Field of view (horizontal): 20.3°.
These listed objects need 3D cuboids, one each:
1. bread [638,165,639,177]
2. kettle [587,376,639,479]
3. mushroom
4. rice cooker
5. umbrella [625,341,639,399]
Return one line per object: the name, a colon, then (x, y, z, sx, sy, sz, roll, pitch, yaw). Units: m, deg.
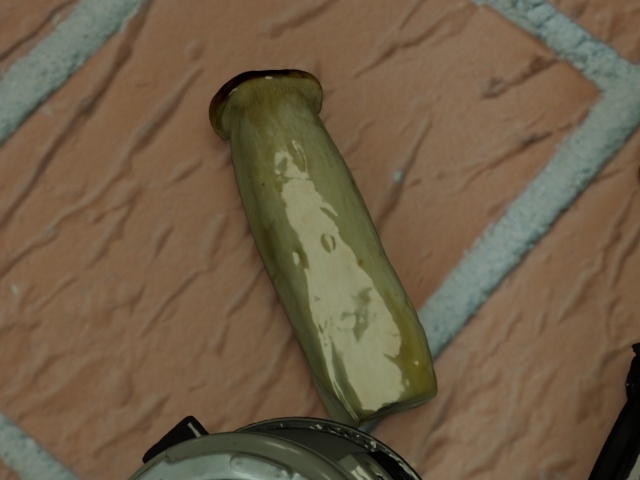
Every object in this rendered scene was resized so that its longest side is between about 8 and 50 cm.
bread: (0.389, -0.093, 1.456, 0.229, 0.139, 0.143, -38, 83, -13)
kettle: (0.331, 0.261, 1.286, 0.308, 0.203, 0.262, 25, 69, 4)
mushroom: (0.000, 0.000, 1.435, 0.100, 0.081, 0.312, -21, 73, -3)
rice cooker: (-0.033, 0.244, 1.259, 0.241, 0.227, 0.280, -44, 75, 7)
umbrella: (0.359, 0.103, 1.414, 0.235, 0.066, 0.059, -1, 64, -5)
